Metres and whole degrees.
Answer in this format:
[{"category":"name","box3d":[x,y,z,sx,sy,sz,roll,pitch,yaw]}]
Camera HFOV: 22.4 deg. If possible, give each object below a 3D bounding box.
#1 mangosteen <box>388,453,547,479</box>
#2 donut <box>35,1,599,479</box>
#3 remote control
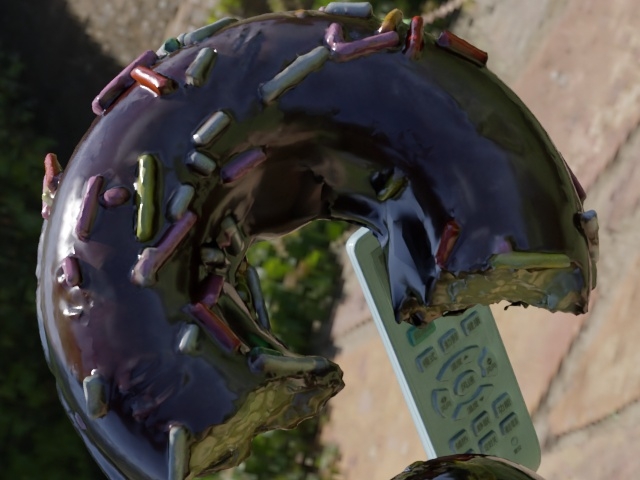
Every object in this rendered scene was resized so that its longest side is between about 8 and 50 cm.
[{"category":"mangosteen","box3d":[0.077,0.235,1.060,0.217,0.192,0.192,-6,69,47]},{"category":"donut","box3d":[-0.014,-0.019,0.970,0.136,0.345,0.259,112,134,-75]},{"category":"remote control","box3d":[0.099,0.099,1.300,0.051,0.103,0.293,13,131,49]}]
